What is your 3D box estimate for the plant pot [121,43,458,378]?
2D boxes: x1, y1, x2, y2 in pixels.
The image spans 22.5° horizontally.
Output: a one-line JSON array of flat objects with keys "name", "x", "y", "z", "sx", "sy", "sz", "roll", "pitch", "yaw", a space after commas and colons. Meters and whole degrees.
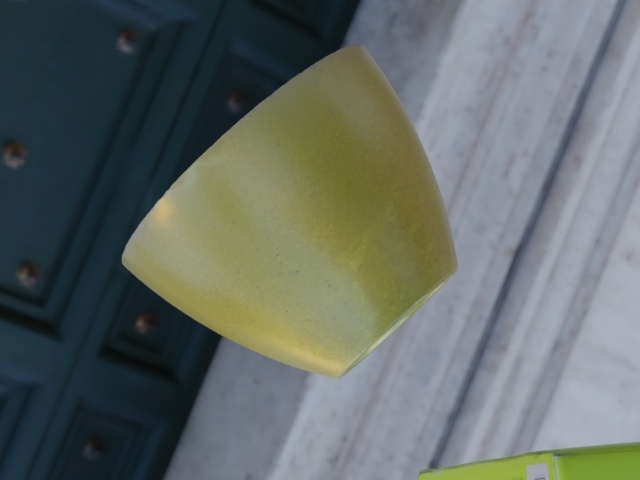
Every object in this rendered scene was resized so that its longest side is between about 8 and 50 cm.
[{"name": "plant pot", "x": 0.000, "y": 0.000, "z": 0.662, "sx": 0.095, "sy": 0.134, "sz": 0.134, "roll": 48, "pitch": 180, "yaw": 5}]

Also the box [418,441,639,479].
[{"name": "box", "x": 0.140, "y": 0.097, "z": 0.609, "sx": 0.178, "sy": 0.042, "sz": 0.109, "roll": 0, "pitch": 169, "yaw": -23}]
